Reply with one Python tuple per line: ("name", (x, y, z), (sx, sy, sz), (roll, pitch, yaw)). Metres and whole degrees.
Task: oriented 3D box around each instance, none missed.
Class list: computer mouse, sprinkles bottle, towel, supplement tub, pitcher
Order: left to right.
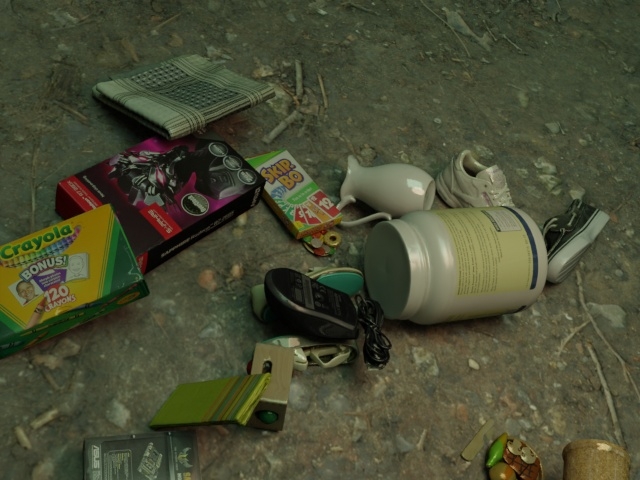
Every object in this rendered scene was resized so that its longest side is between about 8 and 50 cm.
("towel", (-0.315, -0.346, 1.636), (0.324, 0.056, 0.312), (29, 45, 34))
("towel", (-0.183, 0.267, 1.184), (0.021, 0.237, 0.102), (56, 44, -20))
("computer mouse", (0.002, 0.144, 1.364), (0.272, 0.072, 0.189), (27, 29, -18))
("pitcher", (0.140, -0.094, 1.618), (0.207, 0.125, 0.178), (14, 73, 23))
("supplement tub", (0.278, 0.050, 1.504), (0.324, 0.235, 0.236), (-4, 55, -23))
("sprinkles bottle", (0.454, 0.513, 1.199), (0.121, 0.121, 0.356), (23, 49, -2))

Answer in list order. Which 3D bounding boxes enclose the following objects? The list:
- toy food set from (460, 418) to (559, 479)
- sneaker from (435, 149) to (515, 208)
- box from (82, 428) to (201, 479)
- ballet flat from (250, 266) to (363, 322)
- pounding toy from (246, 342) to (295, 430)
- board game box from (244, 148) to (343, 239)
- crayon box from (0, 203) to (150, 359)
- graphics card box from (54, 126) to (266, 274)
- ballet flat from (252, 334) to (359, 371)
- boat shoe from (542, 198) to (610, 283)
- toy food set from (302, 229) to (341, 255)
("toy food set", (0.375, 0.432, 1.372), (0.192, 0.039, 0.132), (41, 51, 12))
("sneaker", (0.404, -0.085, 1.713), (0.114, 0.152, 0.305), (-30, 70, -38))
("box", (-0.276, 0.419, 1.125), (0.182, 0.056, 0.231), (1, 54, -22))
("ballet flat", (-0.031, 0.093, 1.464), (0.248, 0.086, 0.086), (-15, 60, -28))
("pounding toy", (-0.105, 0.264, 1.259), (0.100, 0.130, 0.141), (9, 51, -2))
("board game box", (-0.073, -0.117, 1.623), (0.124, 0.039, 0.259), (-21, 55, -33))
("crayon box", (-0.460, 0.068, 1.252), (0.278, 0.081, 0.165), (-24, 69, -13))
("graphics card box", (-0.320, -0.095, 1.485), (0.233, 0.094, 0.371), (43, 50, 15))
("ballet flat", (-0.022, 0.215, 1.365), (0.213, 0.072, 0.068), (-5, 41, -26))
("boat shoe", (0.595, -0.003, 1.761), (0.119, 0.121, 0.335), (36, 38, 19))
("toy food set", (0.000, 0.000, 1.579), (0.083, 0.020, 0.083), (33, 50, 6))
